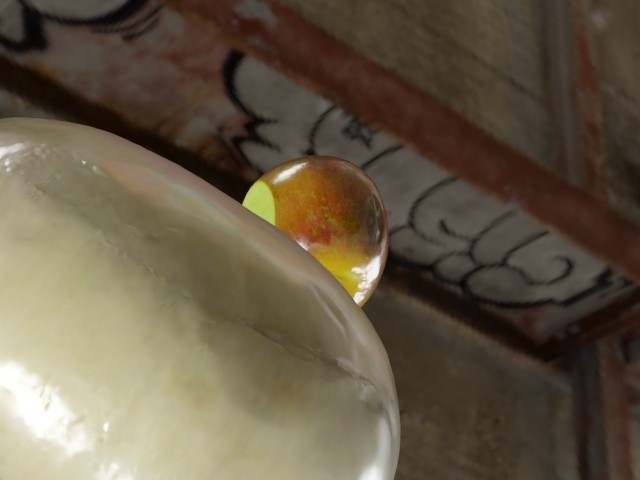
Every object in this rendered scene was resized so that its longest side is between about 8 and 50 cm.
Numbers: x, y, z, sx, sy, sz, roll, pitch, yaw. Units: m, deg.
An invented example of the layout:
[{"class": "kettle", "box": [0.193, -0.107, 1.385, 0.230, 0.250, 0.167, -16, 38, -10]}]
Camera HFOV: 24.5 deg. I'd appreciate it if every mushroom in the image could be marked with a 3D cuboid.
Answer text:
[{"class": "mushroom", "box": [-0.093, 0.061, 0.623, 0.246, 0.202, 0.246, 43, 179, 1]}]

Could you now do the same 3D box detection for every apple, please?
[{"class": "apple", "box": [0.000, 0.000, 1.012, 0.099, 0.114, 0.102, 10, -129, -29]}]
